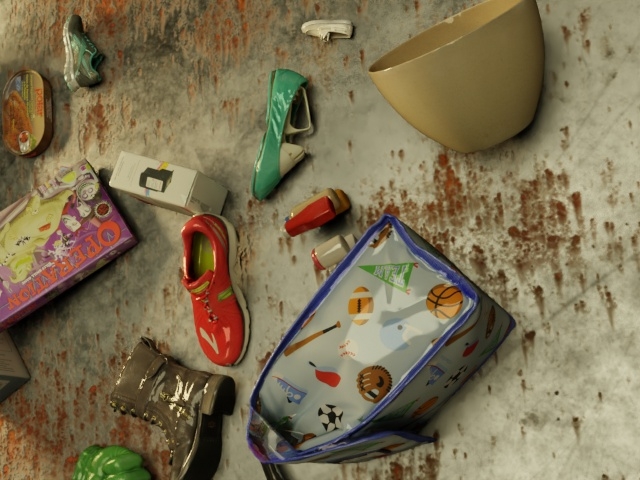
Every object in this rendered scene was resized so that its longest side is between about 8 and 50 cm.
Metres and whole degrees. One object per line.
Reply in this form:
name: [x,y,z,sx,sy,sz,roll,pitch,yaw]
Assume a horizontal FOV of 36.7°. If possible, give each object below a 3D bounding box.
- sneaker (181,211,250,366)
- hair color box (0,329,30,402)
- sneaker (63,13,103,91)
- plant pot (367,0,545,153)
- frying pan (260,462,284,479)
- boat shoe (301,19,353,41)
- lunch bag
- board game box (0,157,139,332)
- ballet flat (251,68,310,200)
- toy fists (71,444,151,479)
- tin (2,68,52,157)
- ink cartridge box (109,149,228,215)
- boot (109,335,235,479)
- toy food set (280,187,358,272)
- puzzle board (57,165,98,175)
sneaker: [-0.202,0.090,1.702,0.107,0.118,0.279,-10,90,20]
hair color box: [-0.739,0.142,1.893,0.113,0.185,0.374,-39,66,11]
sneaker: [-0.484,-0.387,1.986,0.076,0.065,0.167,-7,78,4]
plant pot: [0.243,-0.252,1.550,0.284,0.284,0.191,-23,105,17]
frying pan: [-0.065,0.471,1.597,0.326,0.053,0.197,58,135,49]
boat shoe: [0.011,-0.384,1.782,0.100,0.035,0.035,2,76,17]
lunch bag: [0.087,0.192,1.459,0.385,0.328,0.239,-48,67,5]
board game box: [-0.549,0.015,1.868,0.346,0.056,0.208,-34,73,-5]
ballet flat: [-0.065,-0.191,1.747,0.087,0.083,0.248,8,83,10]
toy fists: [-0.387,0.505,1.713,0.142,0.096,0.279,11,81,24]
tin: [-0.610,-0.264,2.016,0.106,0.040,0.190,-12,74,24]
ink cartridge box: [-0.277,-0.098,1.786,0.175,0.127,0.072,16,83,24]
boot: [-0.282,0.320,1.723,0.228,0.091,0.263,12,76,28]
toy food set: [0.000,0.000,1.619,0.104,0.111,0.232,-29,45,16]
puzzle board: [-0.503,-0.082,1.942,0.096,0.011,0.128,11,83,25]
